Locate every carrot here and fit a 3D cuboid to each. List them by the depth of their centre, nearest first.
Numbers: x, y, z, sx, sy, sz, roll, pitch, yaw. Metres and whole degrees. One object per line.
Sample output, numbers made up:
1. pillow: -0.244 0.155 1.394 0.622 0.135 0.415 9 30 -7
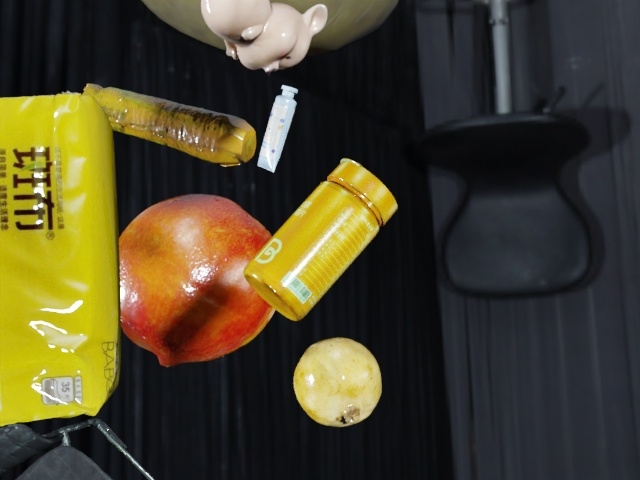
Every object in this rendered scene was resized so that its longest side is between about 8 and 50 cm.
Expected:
1. carrot: -0.208 -0.156 1.399 0.260 0.070 0.070 17 172 18

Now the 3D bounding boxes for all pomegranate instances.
1. pomegranate: 0.038 0.296 2.146 0.196 0.196 0.196 -2 166 0

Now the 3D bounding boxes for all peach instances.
1. peach: -0.264 0.083 2.194 0.372 0.373 0.290 8 -171 -34

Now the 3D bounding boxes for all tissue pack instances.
1. tissue pack: -0.245 0.017 0.922 0.134 0.271 0.192 -3 179 -10

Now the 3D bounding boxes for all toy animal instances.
1. toy animal: -0.061 -0.219 1.043 0.083 0.089 0.150 26 178 40

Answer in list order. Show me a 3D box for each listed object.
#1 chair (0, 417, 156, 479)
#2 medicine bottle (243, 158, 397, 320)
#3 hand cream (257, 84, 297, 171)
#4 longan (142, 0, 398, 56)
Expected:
1. chair: -0.224 0.239 0.886 0.140 0.145 0.221 -45 166 -6
2. medicine bottle: 0.000 0.000 1.293 0.096 0.192 0.096 39 168 10
3. hand cream: -0.084 -0.223 2.094 0.043 0.171 0.065 11 -171 -35
4. longan: -0.082 -0.403 1.323 0.404 0.336 0.404 27 177 2
